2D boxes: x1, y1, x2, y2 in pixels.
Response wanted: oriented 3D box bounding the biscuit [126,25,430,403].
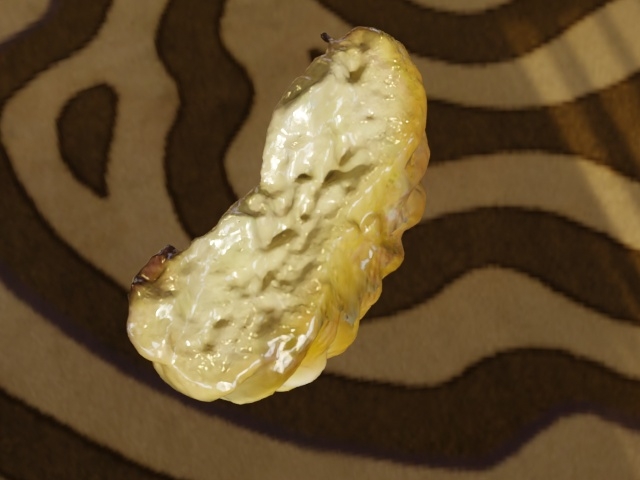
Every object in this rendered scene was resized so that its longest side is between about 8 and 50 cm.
[{"bbox_3d":[0.000,0.000,0.647,0.061,0.118,0.183,20,68,32],"label":"biscuit"}]
